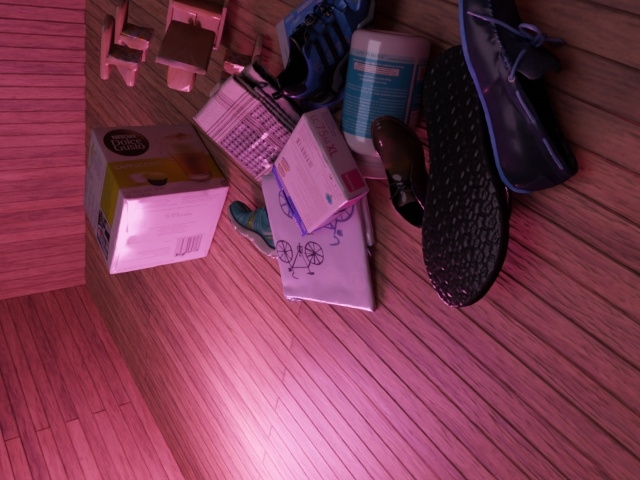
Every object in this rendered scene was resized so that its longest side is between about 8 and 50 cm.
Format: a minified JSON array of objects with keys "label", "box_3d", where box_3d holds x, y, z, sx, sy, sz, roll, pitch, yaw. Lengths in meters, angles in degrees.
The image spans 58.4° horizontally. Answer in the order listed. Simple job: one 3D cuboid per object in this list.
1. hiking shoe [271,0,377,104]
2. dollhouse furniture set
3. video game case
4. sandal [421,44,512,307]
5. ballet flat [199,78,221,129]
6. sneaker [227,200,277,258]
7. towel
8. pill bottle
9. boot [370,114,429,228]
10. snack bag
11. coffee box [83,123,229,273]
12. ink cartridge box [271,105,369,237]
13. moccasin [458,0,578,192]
[{"label":"hiking shoe","box_3d":[0.011,-0.399,1.104,0.113,0.132,0.304,47,130,33]},{"label":"dollhouse furniture set","box_3d":[-0.322,-0.564,1.455,0.394,0.362,0.256,-93,19,-48]},{"label":"video game case","box_3d":[0.013,-0.413,1.261,0.270,0.061,0.244,-13,89,55]},{"label":"sandal","box_3d":[0.264,-0.109,0.973,0.168,0.107,0.445,-7,80,56]},{"label":"ballet flat","box_3d":[-0.300,-0.404,1.688,0.080,0.073,0.232,60,140,25]},{"label":"sneaker","box_3d":[-0.155,-0.048,1.581,0.275,0.107,0.109,35,107,39]},{"label":"towel","box_3d":[-0.133,-0.243,1.363,0.312,0.056,0.324,45,147,-18]},{"label":"pill bottle","box_3d":[0.115,-0.256,1.084,0.146,0.146,0.264,33,124,46]},{"label":"boot","box_3d":[0.153,-0.118,1.019,0.082,0.219,0.106,-19,47,20]},{"label":"snack bag","box_3d":[0.000,0.000,1.360,0.323,0.037,0.342,3,108,44]},{"label":"coffee box","box_3d":[-0.550,-0.148,1.872,0.334,0.338,0.338,56,139,30]},{"label":"ink cartridge box","box_3d":[-0.014,-0.129,1.198,0.185,0.065,0.311,64,157,5]},{"label":"moccasin","box_3d":[0.310,-0.246,0.856,0.117,0.138,0.341,-9,105,51]}]
